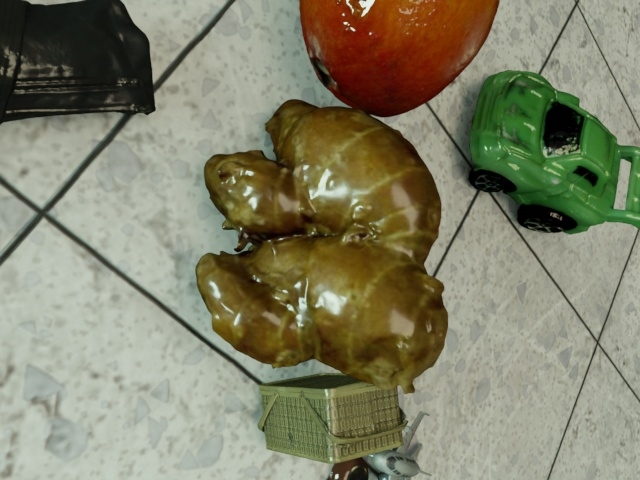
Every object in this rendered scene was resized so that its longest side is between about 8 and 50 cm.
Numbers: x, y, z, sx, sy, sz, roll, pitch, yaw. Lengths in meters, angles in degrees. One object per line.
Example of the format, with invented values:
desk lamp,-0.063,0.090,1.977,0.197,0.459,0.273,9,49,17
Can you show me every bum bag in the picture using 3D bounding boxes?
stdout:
bum bag,-0.273,-0.160,0.539,0.248,0.060,0.123,-18,95,-43

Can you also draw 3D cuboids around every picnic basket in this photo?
picnic basket,0.010,0.205,0.698,0.115,0.164,0.080,1,80,-37

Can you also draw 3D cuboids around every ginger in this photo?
ginger,0.003,-0.010,0.674,0.274,0.152,0.358,0,72,3

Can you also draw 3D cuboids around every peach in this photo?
peach,0.090,-0.296,0.717,0.281,0.238,0.281,-52,160,-27

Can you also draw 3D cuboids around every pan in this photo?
pan,0.024,0.329,0.792,0.115,0.023,0.069,-5,93,-38

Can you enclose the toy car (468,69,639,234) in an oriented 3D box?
toy car,0.410,-0.144,1.002,0.358,0.176,0.214,28,72,-34

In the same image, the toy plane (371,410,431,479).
toy plane,0.108,0.314,0.825,0.171,0.065,0.162,39,65,-49
